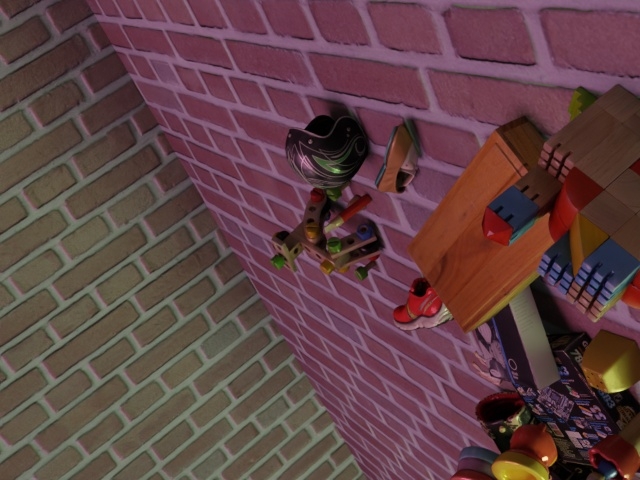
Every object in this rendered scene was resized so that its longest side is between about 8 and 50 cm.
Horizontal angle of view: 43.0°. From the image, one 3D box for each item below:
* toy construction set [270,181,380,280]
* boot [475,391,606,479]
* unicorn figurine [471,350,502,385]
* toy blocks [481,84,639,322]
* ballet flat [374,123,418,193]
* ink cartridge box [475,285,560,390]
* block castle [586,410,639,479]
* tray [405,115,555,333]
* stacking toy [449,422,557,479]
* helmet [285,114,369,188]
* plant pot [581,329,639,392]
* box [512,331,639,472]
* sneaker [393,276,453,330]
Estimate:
[{"bbox_3d":[0.000,0.000,2.050,0.257,0.237,0.309,49,162,11],"label":"toy construction set"},{"bbox_3d":[0.528,0.507,1.897,0.284,0.138,0.377,55,168,-9],"label":"boot"},{"bbox_3d":[0.411,0.301,1.921,0.111,0.060,0.162,42,176,29],"label":"unicorn figurine"},{"bbox_3d":[0.387,-0.015,1.013,0.381,0.261,0.191,44,161,23],"label":"toy blocks"},{"bbox_3d":[0.163,-0.161,1.639,0.073,0.080,0.232,21,161,4],"label":"ballet flat"},{"bbox_3d":[0.348,0.121,1.583,0.165,0.065,0.333,1,112,68],"label":"ink cartridge box"},{"bbox_3d":[0.677,0.490,1.347,0.453,0.213,0.303,50,162,6],"label":"block castle"},{"bbox_3d":[0.294,-0.008,1.400,0.203,0.076,0.411,56,154,16],"label":"tray"},{"bbox_3d":[0.466,0.542,1.827,0.279,0.130,0.309,38,145,-7],"label":"stacking toy"},{"bbox_3d":[0.007,-0.194,1.779,0.169,0.161,0.169,45,161,20],"label":"helmet"},{"bbox_3d":[0.515,0.223,1.448,0.081,0.083,0.081,19,142,60],"label":"plant pot"},{"bbox_3d":[0.517,0.327,1.658,0.293,0.073,0.295,56,161,-1],"label":"box"},{"bbox_3d":[0.252,0.149,1.989,0.118,0.107,0.279,71,159,2],"label":"sneaker"}]
